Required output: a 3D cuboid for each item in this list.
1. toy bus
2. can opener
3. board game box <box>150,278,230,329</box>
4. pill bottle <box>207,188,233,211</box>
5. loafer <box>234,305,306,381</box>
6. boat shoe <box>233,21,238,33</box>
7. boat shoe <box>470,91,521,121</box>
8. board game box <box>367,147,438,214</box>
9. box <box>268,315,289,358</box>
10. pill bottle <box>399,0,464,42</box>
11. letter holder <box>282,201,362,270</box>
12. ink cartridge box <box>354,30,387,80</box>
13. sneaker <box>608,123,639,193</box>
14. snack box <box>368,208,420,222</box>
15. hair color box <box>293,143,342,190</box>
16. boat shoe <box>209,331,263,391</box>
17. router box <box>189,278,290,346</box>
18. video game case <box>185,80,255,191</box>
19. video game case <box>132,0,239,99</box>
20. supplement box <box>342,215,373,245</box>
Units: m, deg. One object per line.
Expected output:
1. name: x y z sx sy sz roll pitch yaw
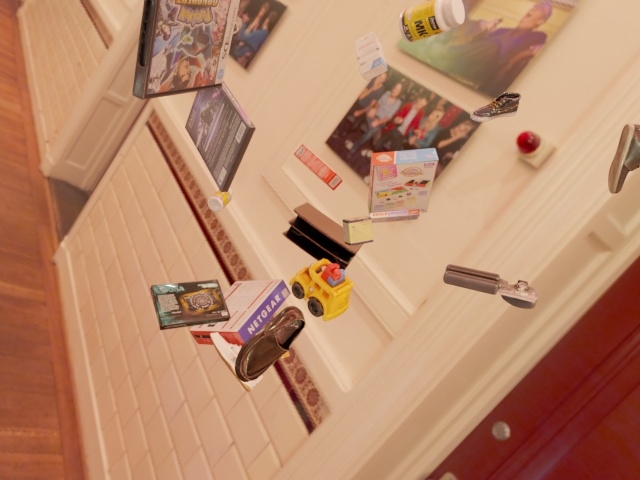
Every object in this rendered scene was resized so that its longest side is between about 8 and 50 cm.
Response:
1. toy bus: 0.010 0.144 1.867 0.150 0.211 0.220 -26 56 -38
2. can opener: 0.522 0.152 1.607 0.284 0.095 0.076 12 35 17
3. board game box: -0.343 0.166 1.373 0.186 0.026 0.126 -2 53 -34
4. pill bottle: -0.263 -0.111 1.382 0.043 0.043 0.083 37 32 -5
5. loafer: -0.118 0.248 1.241 0.080 0.220 0.078 45 -13 -20
6. boat shoe: -0.329 -0.664 1.612 0.157 0.366 0.136 9 -16 36
7. boat shoe: 0.645 -0.496 1.914 0.083 0.184 0.065 87 -12 -50
8. board game box: 0.313 -0.218 2.027 0.316 0.243 0.064 88 -4 -55
9. box: -0.137 0.305 1.664 0.081 0.028 0.136 160 -92 -79
10. pill bottle: 0.398 -0.795 1.861 0.209 0.119 0.119 -2 -17 41
11. letter holder: 0.000 0.000 2.118 0.302 0.152 0.214 35 17 5
12. ink cartridge box: 0.212 -0.780 2.197 0.060 0.104 0.180 27 50 -53
13. sneaker: 0.978 -0.243 1.606 0.118 0.221 0.083 10 25 11
14. snack box: 0.260 -0.085 1.841 0.064 0.179 0.022 90 -5 -74
15. hair color box: -0.008 -0.251 1.785 0.167 0.053 0.093 45 5 22
16. boat shoe: -0.319 0.445 1.982 0.277 0.096 0.098 46 -21 23
17. router box: -0.336 0.299 2.185 0.335 0.301 0.082 -49 122 -42
18. video game case: -0.261 -0.284 1.309 0.026 0.196 0.274 -1 46 -39
19. video game case: -0.269 -0.430 1.082 0.035 0.248 0.275 28 30 14
20. supplement box: 0.123 -0.033 1.715 0.083 0.083 0.056 -10 10 -18
